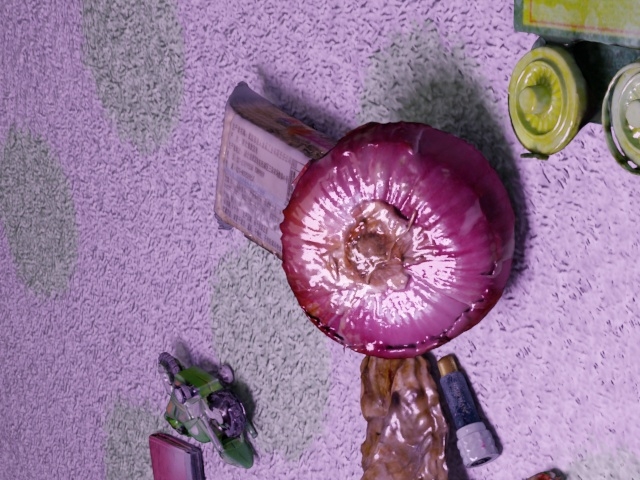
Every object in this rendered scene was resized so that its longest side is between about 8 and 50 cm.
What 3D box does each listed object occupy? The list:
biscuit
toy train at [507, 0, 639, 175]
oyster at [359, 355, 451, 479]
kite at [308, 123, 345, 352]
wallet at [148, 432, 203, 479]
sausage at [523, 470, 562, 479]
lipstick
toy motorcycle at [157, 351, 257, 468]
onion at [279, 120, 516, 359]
[{"bbox_3d":[-0.019,-0.042,2.065,0.309,0.079,0.186,29,120,48],"label":"biscuit"},{"bbox_3d":[0.258,-0.150,1.515,0.272,0.159,0.188,19,110,56],"label":"toy train"},{"bbox_3d":[0.089,0.254,1.980,0.129,0.079,0.345,-32,59,49],"label":"oyster"},{"bbox_3d":[0.001,0.000,2.123,0.141,0.015,0.245,-46,60,52],"label":"kite"},{"bbox_3d":[-0.178,0.369,2.543,0.119,0.025,0.232,14,113,56],"label":"wallet"},{"bbox_3d":[0.164,0.272,1.939,0.269,0.033,0.032,-41,65,56],"label":"sausage"},{"bbox_3d":[0.140,0.164,1.940,0.037,0.037,0.116,-49,55,54],"label":"lipstick"},{"bbox_3d":[-0.143,0.204,2.387,0.190,0.074,0.106,28,133,51],"label":"toy motorcycle"},{"bbox_3d":[0.080,-0.007,1.866,0.230,0.163,0.230,6,106,23],"label":"onion"}]
